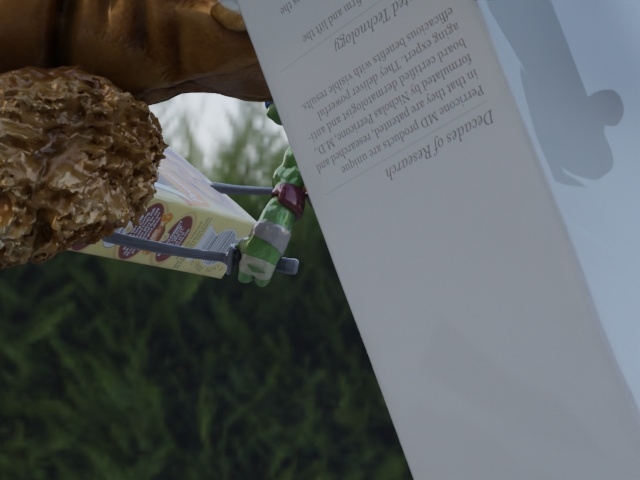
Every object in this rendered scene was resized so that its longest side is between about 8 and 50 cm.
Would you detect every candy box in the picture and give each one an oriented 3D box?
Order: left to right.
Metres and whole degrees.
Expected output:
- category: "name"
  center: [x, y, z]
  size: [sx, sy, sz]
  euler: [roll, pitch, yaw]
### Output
- category: "candy box"
  center: [-0.223, -0.058, 1.469]
  size: [0.183, 0.087, 0.316]
  euler: [40, 11, 26]

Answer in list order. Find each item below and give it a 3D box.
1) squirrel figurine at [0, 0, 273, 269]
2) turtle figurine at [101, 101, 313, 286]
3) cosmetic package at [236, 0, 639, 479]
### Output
- category: "squirrel figurine"
  center: [-0.176, -0.140, 1.049]
  size: [0.370, 0.397, 0.281]
  euler: [13, -20, 14]
- category: "turtle figurine"
  center: [0.000, 0.000, 1.236]
  size: [0.274, 0.266, 0.198]
  euler: [-40, -6, 5]
- category: "cosmetic package"
  center: [0.115, -0.045, 0.727]
  size: [0.217, 0.385, 0.156]
  euler: [-15, -11, -44]
